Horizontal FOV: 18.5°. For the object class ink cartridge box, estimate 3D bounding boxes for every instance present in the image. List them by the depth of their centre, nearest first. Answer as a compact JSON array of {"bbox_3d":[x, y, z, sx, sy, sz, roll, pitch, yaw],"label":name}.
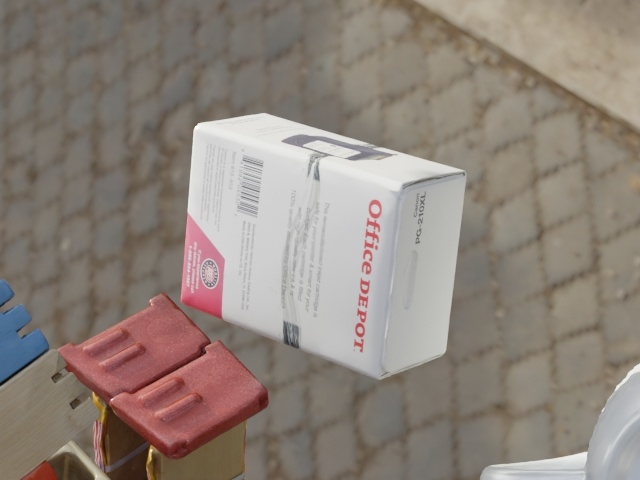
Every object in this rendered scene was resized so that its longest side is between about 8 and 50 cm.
[{"bbox_3d":[0.000,0.000,1.715,0.237,0.100,0.172,18,111,37],"label":"ink cartridge box"}]

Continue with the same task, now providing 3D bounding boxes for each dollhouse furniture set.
[{"bbox_3d":[-0.225,0.224,1.607,0.152,0.374,0.201,39,140,33],"label":"dollhouse furniture set"}]

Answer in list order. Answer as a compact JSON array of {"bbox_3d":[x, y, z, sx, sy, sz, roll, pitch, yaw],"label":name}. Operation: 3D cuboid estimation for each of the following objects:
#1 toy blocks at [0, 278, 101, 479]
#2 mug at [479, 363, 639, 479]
[{"bbox_3d":[-0.240,0.125,1.073,0.191,0.381,0.261,-30,6,46],"label":"toy blocks"},{"bbox_3d":[0.320,0.206,1.681,0.374,0.328,0.276,-5,87,25],"label":"mug"}]
